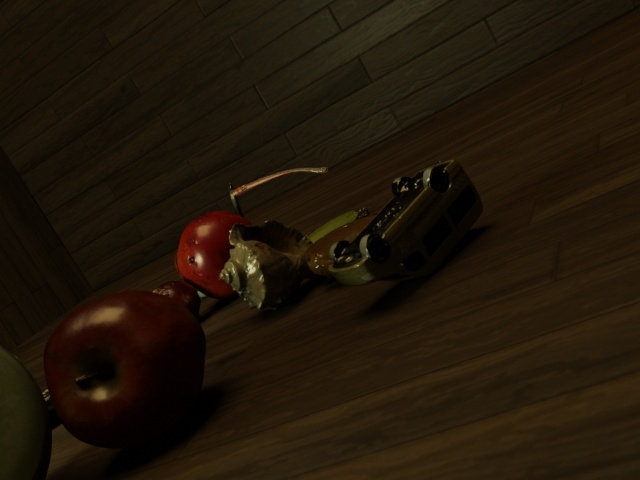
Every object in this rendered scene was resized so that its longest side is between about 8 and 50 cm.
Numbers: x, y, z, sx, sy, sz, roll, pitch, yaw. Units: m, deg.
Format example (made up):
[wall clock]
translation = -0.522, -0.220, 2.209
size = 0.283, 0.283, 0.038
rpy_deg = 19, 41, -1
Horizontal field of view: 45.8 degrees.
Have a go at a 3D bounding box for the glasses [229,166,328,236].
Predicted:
[glasses]
translation = -0.075, -0.083, 1.877
size = 0.268, 0.234, 0.118
rpy_deg = -24, 38, 8

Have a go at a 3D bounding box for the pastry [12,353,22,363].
[pastry]
translation = -0.781, 0.386, 1.732
size = 0.256, 0.170, 0.236
rpy_deg = -31, 28, -35

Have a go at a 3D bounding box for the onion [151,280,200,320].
[onion]
translation = -0.328, 0.151, 1.694
size = 0.131, 0.131, 0.131
rpy_deg = -29, 9, 5

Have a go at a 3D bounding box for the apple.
[apple]
translation = -0.265, 0.181, 1.077
size = 0.229, 0.230, 0.230
rpy_deg = -29, 9, 5

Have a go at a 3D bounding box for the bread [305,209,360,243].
[bread]
translation = 0.000, 0.000, 1.738
size = 0.228, 0.034, 0.228
rpy_deg = -31, 8, 4

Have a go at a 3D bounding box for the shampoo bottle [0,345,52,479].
[shampoo bottle]
translation = -0.535, 0.280, 1.010
size = 0.317, 0.323, 0.322
rpy_deg = -33, 4, 47

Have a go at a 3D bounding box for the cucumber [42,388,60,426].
[cucumber]
translation = -0.503, 0.310, 1.532
size = 0.241, 0.075, 0.074
rpy_deg = -31, 9, -26

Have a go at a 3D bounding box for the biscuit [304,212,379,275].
[biscuit]
translation = 0.077, 0.005, 1.357
size = 0.225, 0.042, 0.226
rpy_deg = -19, 17, 6

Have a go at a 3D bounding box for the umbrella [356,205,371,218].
[umbrella]
translation = 0.088, -0.058, 1.820
size = 0.083, 0.020, 0.032
rpy_deg = -27, 49, 18

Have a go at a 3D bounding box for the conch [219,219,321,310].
[conch]
translation = -0.091, 0.040, 1.419
size = 0.245, 0.178, 0.163
rpy_deg = -8, -16, -37

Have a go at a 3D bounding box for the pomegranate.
[pomegranate]
translation = -0.230, 0.038, 1.765
size = 0.210, 0.210, 0.235
rpy_deg = -31, -19, -3

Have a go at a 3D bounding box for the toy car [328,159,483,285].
[toy car]
translation = 0.130, -0.007, 1.115
size = 0.257, 0.124, 0.101
rpy_deg = -46, 16, -28

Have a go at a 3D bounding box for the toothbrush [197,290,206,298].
[toothbrush]
translation = -0.206, 0.091, 1.912
size = 0.294, 0.026, 0.028
rpy_deg = -24, 10, 31
